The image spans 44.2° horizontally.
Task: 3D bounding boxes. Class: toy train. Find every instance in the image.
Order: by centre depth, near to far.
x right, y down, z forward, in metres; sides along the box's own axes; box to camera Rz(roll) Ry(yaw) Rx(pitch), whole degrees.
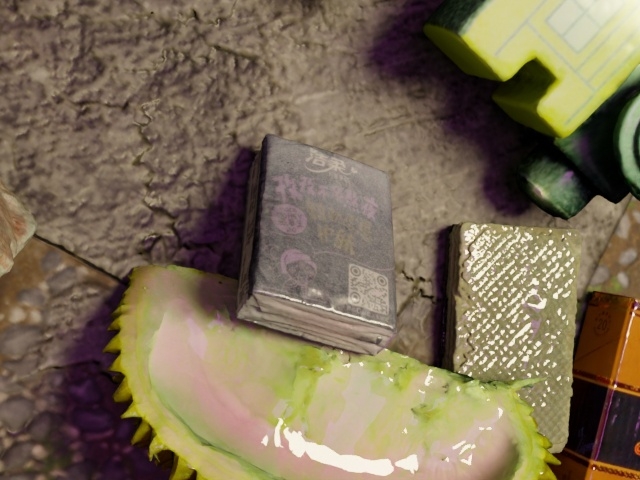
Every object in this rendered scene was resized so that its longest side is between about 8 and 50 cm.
[{"bbox_3d":[0.279,-0.230,0.604,0.272,0.179,0.442,40,100,-12],"label":"toy train"}]

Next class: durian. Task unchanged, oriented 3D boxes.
[{"bbox_3d":[0.005,0.132,0.567,0.351,0.158,0.169,19,85,-3],"label":"durian"}]

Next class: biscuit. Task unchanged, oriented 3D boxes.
[{"bbox_3d":[0.163,0.086,0.680,0.121,0.040,0.200,3,91,-17],"label":"biscuit"}]

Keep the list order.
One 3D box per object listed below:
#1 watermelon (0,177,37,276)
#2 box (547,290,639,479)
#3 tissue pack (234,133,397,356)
[{"bbox_3d":[-0.294,-0.019,0.478,0.387,0.258,0.229,30,99,28],"label":"watermelon"},{"bbox_3d":[0.294,0.179,0.706,0.152,0.070,0.237,16,85,-15],"label":"box"},{"bbox_3d":[0.000,0.000,0.586,0.112,0.051,0.156,17,48,-17],"label":"tissue pack"}]
